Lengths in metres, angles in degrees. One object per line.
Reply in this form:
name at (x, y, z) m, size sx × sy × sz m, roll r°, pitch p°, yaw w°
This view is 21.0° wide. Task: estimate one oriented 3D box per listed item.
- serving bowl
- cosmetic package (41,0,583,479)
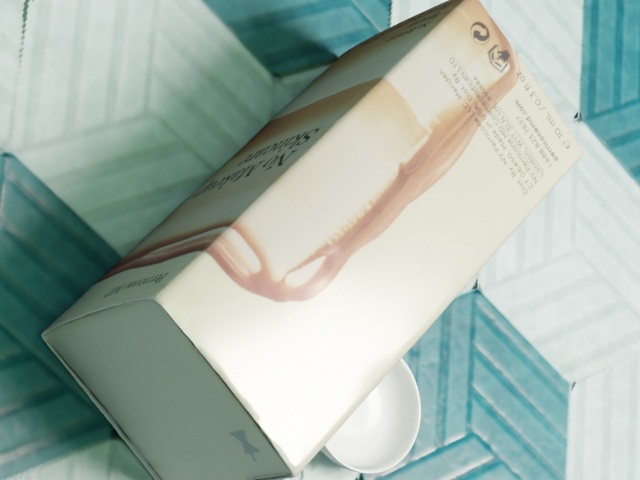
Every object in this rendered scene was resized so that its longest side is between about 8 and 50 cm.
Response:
serving bowl at (0.023, 0.105, 1.083) m, size 0.083 × 0.027 × 0.083 m, roll 7°, pitch 78°, yaw -34°
cosmetic package at (0.000, 0.000, 1.013) m, size 0.129 × 0.153 × 0.296 m, roll 53°, pitch 56°, yaw -14°
